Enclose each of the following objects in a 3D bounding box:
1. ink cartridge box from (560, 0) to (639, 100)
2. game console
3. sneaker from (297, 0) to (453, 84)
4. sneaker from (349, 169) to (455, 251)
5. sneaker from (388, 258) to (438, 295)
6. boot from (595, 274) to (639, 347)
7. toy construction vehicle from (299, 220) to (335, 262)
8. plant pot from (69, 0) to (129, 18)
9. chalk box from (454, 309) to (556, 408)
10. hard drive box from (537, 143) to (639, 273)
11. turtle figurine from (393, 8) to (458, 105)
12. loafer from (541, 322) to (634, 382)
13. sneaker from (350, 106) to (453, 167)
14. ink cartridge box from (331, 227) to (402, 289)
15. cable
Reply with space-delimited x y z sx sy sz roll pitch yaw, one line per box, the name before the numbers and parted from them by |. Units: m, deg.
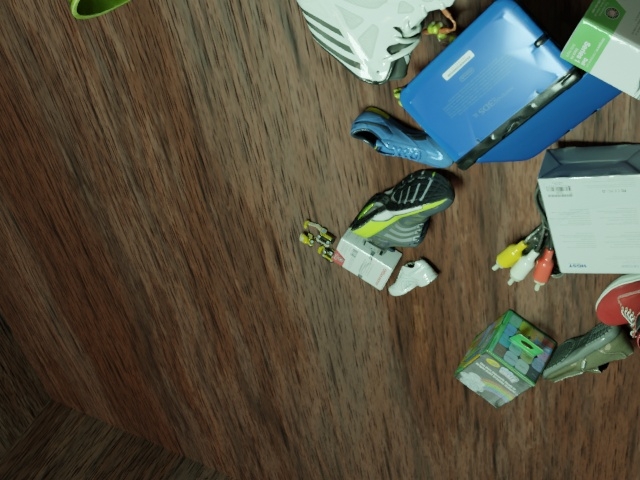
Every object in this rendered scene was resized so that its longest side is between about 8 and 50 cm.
ink cartridge box | 0.489 -0.288 1.489 0.219 0.160 0.092 32 147 7
game console | 0.323 -0.254 1.666 0.250 0.173 0.293 47 137 -3
sneaker | 0.164 -0.389 1.620 0.448 0.169 0.257 4 131 32
sneaker | 0.188 -0.054 2.098 0.121 0.111 0.300 36 153 -18
sneaker | 0.201 0.080 2.284 0.061 0.054 0.152 56 141 -3
boot | 0.587 0.146 1.910 0.088 0.176 0.244 39 147 -8
toy construction vehicle | 0.000 0.000 2.375 0.098 0.035 0.086 33 157 9
plant pot | -0.369 -0.625 1.703 0.353 0.366 0.366 54 143 -6
chalk box | 0.414 0.252 2.228 0.132 0.132 0.213 37 145 0
hard drive box | 0.500 -0.051 1.802 0.181 0.089 0.232 0 132 27
turtle figurine | 0.231 -0.297 1.763 0.269 0.087 0.217 41 129 -14
loafer | 0.557 0.251 2.133 0.087 0.094 0.251 42 145 -2
sneaker | 0.156 -0.182 1.976 0.209 0.082 0.069 27 143 10
ink cartridge box | 0.105 0.037 2.301 0.135 0.056 0.099 32 146 6
cable | 0.434 -0.002 1.957 0.140 0.072 0.287 24 144 7
